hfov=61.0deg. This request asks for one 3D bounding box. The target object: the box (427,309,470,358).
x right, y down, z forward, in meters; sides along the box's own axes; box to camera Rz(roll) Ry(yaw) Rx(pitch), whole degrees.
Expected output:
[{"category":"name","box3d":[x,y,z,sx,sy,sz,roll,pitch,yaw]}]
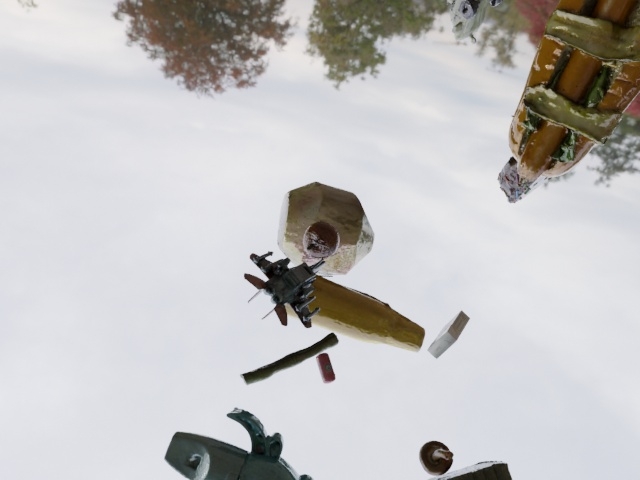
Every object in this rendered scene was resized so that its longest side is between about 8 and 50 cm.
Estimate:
[{"category":"box","box3d":[0.344,0.250,1.449,0.040,0.084,0.154,46,-150,10]}]

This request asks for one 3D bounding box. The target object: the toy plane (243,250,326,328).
[{"category":"toy plane","box3d":[-0.053,0.091,1.325,0.223,0.104,0.326,50,-144,7]}]

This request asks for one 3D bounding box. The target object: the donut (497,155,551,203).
[{"category":"donut","box3d":[0.513,-0.187,1.266,0.235,0.235,0.089,-19,-114,-49]}]

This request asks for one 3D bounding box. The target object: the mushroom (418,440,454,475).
[{"category":"mushroom","box3d":[0.313,0.572,1.421,0.073,0.129,0.088,46,-117,-4]}]

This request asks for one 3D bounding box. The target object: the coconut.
[{"category":"coconut","box3d":[0.021,-0.034,1.875,0.352,0.353,0.352,13,-154,-6]}]

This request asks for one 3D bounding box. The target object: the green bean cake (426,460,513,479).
[{"category":"green bean cake","box3d":[0.400,0.651,1.448,0.185,0.183,0.094,-15,-111,-18]}]

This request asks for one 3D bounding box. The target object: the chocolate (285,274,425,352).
[{"category":"chocolate","box3d":[0.100,0.230,1.661,0.445,0.162,0.162,21,-153,4]}]

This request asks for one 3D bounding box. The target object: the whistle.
[{"category":"whistle","box3d":[-0.115,0.379,0.860,0.274,0.186,0.093,24,-176,1]}]

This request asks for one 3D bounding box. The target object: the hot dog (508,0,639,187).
[{"category":"hot dog","box3d":[0.265,-0.174,0.536,0.109,0.269,0.072,33,-155,28]}]

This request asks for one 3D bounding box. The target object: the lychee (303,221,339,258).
[{"category":"lychee","box3d":[0.002,-0.004,1.498,0.114,0.101,0.140,-13,162,27]}]

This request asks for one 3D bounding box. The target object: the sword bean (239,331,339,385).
[{"category":"sword bean","box3d":[-0.068,0.289,1.331,0.269,0.038,0.043,-20,-141,-26]}]

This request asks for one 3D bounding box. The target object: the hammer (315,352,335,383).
[{"category":"hammer","box3d":[0.015,0.346,1.474,0.043,0.043,0.083,-8,-104,-40]}]

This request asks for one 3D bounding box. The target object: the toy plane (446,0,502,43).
[{"category":"toy plane","box3d":[0.311,-0.525,1.093,0.092,0.286,0.108,-31,-113,-18]}]
